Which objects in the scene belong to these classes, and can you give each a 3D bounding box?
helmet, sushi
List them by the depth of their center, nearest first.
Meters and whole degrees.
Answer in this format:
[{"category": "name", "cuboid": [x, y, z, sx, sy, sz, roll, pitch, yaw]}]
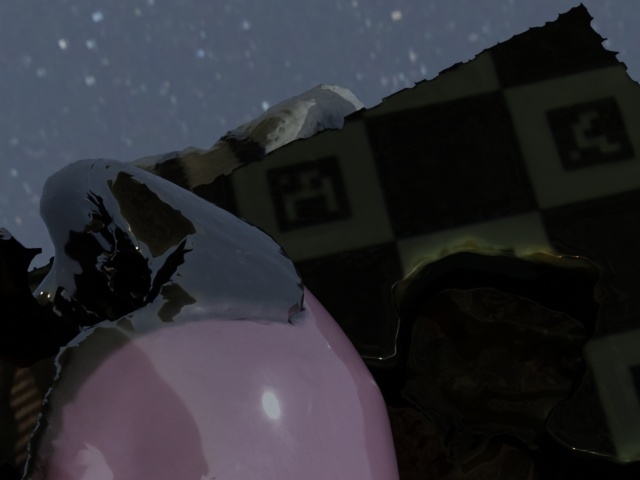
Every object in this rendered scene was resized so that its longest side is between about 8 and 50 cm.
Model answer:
[{"category": "helmet", "cuboid": [-0.052, 0.099, 0.428, 0.198, 0.154, 0.253, -50, -150, 23]}, {"category": "sushi", "cuboid": [0.044, 0.103, 0.722, 0.339, 0.069, 0.320, -26, -118, -11]}]

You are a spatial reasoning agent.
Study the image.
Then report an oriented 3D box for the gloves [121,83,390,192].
[{"category": "gloves", "cuboid": [-0.004, -0.001, 0.848, 0.218, 0.140, 0.131, -8, -172, 14]}]
